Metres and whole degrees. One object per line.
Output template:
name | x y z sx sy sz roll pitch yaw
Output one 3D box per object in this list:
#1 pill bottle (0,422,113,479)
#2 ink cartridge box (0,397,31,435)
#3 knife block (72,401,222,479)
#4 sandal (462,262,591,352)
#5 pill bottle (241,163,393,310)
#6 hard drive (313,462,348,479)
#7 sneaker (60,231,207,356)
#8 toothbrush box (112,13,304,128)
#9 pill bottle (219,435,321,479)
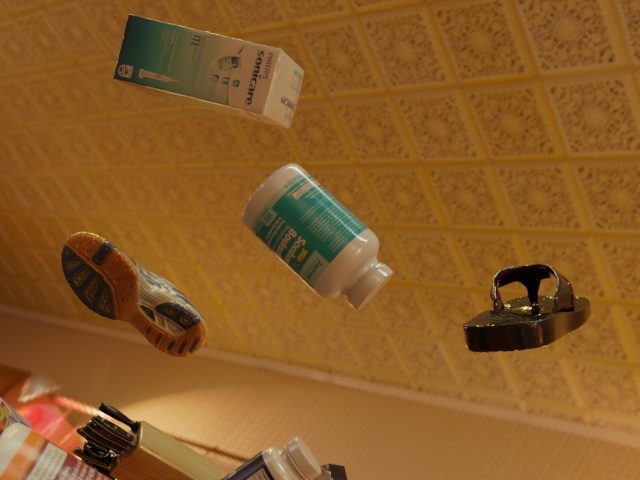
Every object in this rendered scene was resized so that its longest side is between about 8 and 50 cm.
pill bottle | -0.267 0.414 1.127 0.392 0.224 0.224 35 -32 -8
ink cartridge box | -0.610 0.363 1.666 0.065 0.186 0.311 -2 -29 8
knife block | -0.342 0.420 1.871 0.275 0.088 0.242 -5 -60 -3
sandal | 0.332 0.094 1.484 0.167 0.445 0.107 -7 -90 19
pill bottle | 0.000 0.000 1.633 0.264 0.146 0.146 42 -33 11
hard drive | -0.025 0.632 1.822 0.236 0.339 0.064 -31 -34 31
sneaker | -0.329 0.094 1.663 0.296 0.112 0.131 42 5 -8
toothbrush box | -0.200 -0.310 1.755 0.295 0.126 0.216 16 2 11
pill bottle | -0.086 0.381 1.467 0.094 0.169 0.094 55 0 -1
